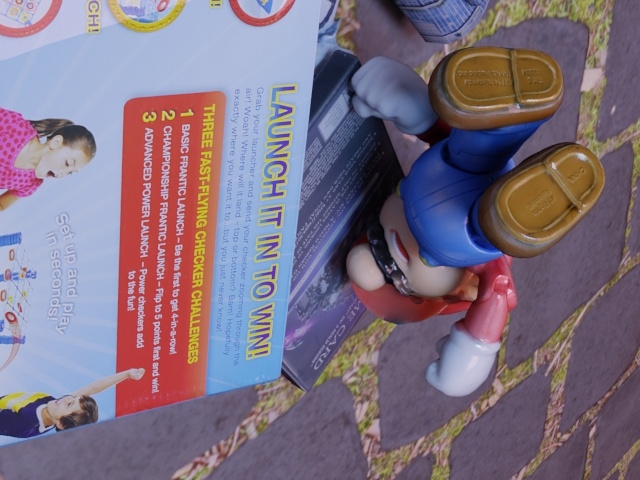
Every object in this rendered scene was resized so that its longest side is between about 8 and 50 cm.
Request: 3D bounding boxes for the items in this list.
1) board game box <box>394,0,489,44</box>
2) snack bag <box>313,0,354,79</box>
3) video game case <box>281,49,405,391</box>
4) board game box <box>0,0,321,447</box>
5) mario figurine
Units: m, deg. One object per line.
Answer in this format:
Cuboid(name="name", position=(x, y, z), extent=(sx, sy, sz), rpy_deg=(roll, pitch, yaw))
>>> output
Cuboid(name="board game box", position=(0.123, -0.256, 0.794), extent=(0.194, 0.060, 0.194), rpy_deg=(33, 78, -56))
Cuboid(name="snack bag", position=(-0.086, -0.145, 0.661), extent=(0.323, 0.037, 0.343), rpy_deg=(2, 112, -50))
Cuboid(name="video game case", position=(0.000, 0.000, 0.832), extent=(0.196, 0.026, 0.274), rpy_deg=(-55, 154, -12))
Cuboid(name="board game box", position=(-0.157, -0.042, 0.539), extent=(0.302, 0.086, 0.308), rpy_deg=(-9, 120, -31))
Cuboid(name="mario figurine", position=(0.077, -0.006, 0.747), extent=(0.320, 0.170, 0.198), rpy_deg=(110, -3, -71))
